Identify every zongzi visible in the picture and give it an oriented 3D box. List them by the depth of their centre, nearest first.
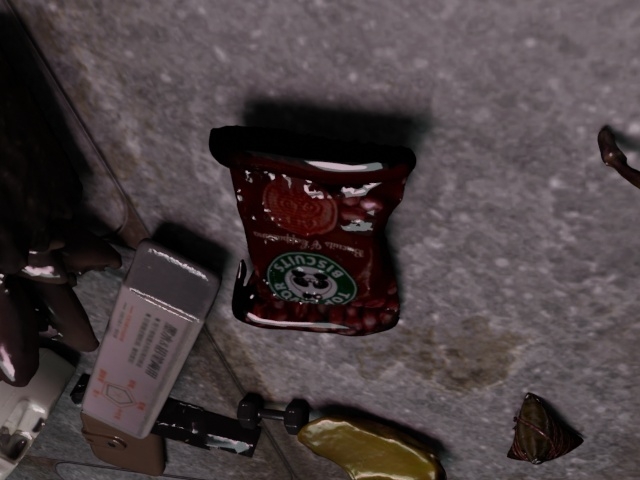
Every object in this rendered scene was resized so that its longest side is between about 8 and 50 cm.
[{"bbox_3d":[0.208,0.201,0.660,0.073,0.067,0.083,-31,134,33],"label":"zongzi"}]

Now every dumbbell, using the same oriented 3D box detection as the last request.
[{"bbox_3d":[-0.054,0.202,0.776,0.083,0.036,0.040,2,134,19],"label":"dumbbell"}]

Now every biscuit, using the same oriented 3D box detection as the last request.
[{"bbox_3d":[-0.006,-0.001,0.531,0.151,0.063,0.235,12,139,11],"label":"biscuit"}]

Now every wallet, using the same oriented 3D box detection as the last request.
[{"bbox_3d":[-0.279,0.284,0.949,0.117,0.039,0.153,13,138,6],"label":"wallet"}]

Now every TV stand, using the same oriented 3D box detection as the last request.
[{"bbox_3d":[-0.198,0.228,0.860,0.249,0.036,0.042,14,136,8],"label":"TV stand"}]

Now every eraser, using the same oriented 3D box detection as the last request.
[{"bbox_3d":[-0.185,0.117,0.706,0.089,0.061,0.352,28,130,-5],"label":"eraser"}]

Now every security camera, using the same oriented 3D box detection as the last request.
[{"bbox_3d":[-0.439,0.173,0.793,0.236,0.195,0.194,35,136,-10],"label":"security camera"}]

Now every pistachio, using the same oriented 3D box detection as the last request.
[{"bbox_3d":[0.058,0.240,0.760,0.172,0.049,0.090,21,116,3],"label":"pistachio"}]

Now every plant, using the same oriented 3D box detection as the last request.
[{"bbox_3d":[-0.303,-0.014,0.558,0.194,0.182,0.321,8,131,14],"label":"plant"}]

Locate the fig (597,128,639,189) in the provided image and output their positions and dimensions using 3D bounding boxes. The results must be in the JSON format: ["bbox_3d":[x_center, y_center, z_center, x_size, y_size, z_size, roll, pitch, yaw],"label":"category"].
[{"bbox_3d":[0.269,-0.017,0.337,0.202,0.149,0.148,-13,90,16],"label":"fig"}]
